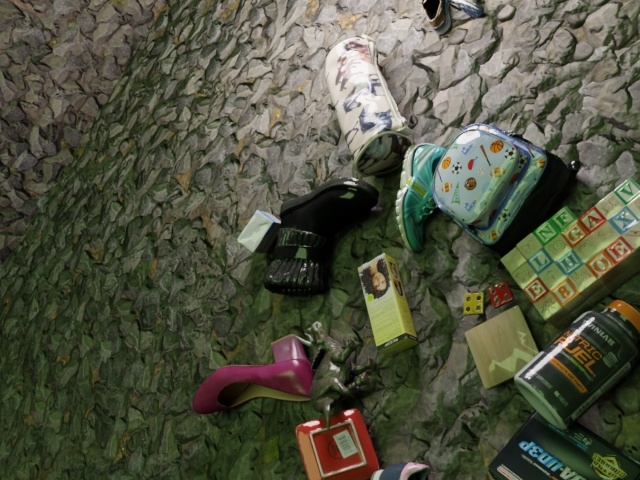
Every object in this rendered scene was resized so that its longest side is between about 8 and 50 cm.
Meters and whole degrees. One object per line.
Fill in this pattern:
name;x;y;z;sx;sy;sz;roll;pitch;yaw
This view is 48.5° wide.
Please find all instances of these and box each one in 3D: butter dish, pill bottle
butter dish;0.036;0.485;1.603;0.159;0.118;0.160;-14;59;-10
pill bottle;0.486;0.219;1.301;0.245;0.130;0.130;-41;46;-6

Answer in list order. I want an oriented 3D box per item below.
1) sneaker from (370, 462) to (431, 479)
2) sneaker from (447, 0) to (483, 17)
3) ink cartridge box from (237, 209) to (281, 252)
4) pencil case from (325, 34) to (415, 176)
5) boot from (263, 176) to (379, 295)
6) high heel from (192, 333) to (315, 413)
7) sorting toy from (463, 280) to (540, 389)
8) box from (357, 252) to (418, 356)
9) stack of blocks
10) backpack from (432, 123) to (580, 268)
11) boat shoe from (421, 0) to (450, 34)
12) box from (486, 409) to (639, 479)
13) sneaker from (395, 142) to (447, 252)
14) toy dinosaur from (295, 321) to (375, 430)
sneaker;0.185;0.600;1.413;0.131;0.112;0.319;-31;53;30
sneaker;0.389;-0.636;1.875;0.058;0.052;0.135;-47;48;6
ink cartridge box;-0.161;-0.023;2.011;0.060;0.180;0.104;34;95;9
pencil case;0.128;-0.367;1.894;0.183;0.160;0.410;-34;51;25
boot;0.002;0.002;1.843;0.348;0.131;0.260;-21;50;45
high heel;-0.180;0.398;1.817;0.377;0.127;0.181;-37;46;22
sorting toy;0.381;0.217;1.471;0.132;0.046;0.275;-33;52;25
box;0.158;0.151;1.691;0.087;0.058;0.232;-32;52;26
stack of blocks;0.531;0.016;1.409;0.297;0.087;0.171;-42;48;18
backpack;0.366;-0.125;1.550;0.277;0.213;0.263;-56;35;9
boat shoe;0.311;-0.648;1.935;0.066;0.066;0.183;-28;54;28
box;0.442;0.419;1.283;0.175;0.051;0.220;-45;44;-12
sneaker;0.245;-0.106;1.712;0.109;0.107;0.275;4;78;24
toy dinosaur;0.032;0.329;1.660;0.160;0.121;0.314;-31;37;30
